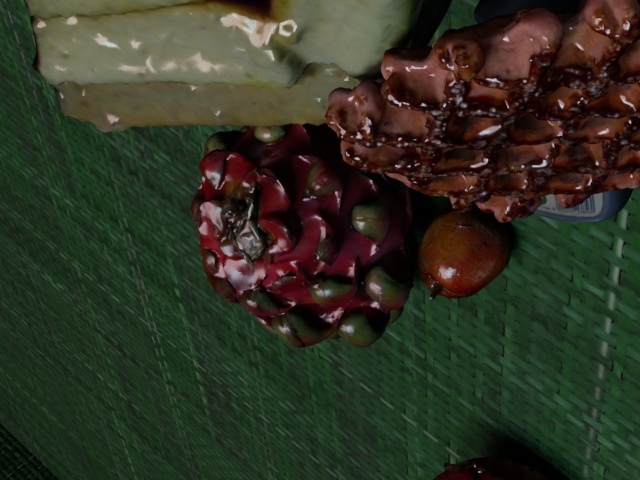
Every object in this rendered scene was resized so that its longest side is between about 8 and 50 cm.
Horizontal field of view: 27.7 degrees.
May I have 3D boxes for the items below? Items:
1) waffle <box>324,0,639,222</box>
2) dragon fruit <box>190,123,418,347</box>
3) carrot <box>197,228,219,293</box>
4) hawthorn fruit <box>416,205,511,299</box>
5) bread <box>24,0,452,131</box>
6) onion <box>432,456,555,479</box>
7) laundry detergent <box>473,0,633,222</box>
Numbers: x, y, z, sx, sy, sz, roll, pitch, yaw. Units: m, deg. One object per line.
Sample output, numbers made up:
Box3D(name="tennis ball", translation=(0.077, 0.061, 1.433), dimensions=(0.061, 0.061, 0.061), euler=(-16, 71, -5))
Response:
Box3D(name="waffle", translation=(0.134, -0.073, 0.742), dimensions=(0.234, 0.055, 0.221), euler=(-19, 153, 39))
Box3D(name="dragon fruit", translation=(-0.006, 0.003, 1.087), dimensions=(0.218, 0.198, 0.272), euler=(18, 141, 35))
Box3D(name="carrot", translation=(-0.113, 0.021, 1.450), dimensions=(0.048, 0.048, 0.139), euler=(39, 153, 22))
Box3D(name="hawthorn fruit", translation=(0.114, 0.010, 1.039), dimensions=(0.077, 0.077, 0.077), euler=(38, 151, 25))
Box3D(name="bread", translation=(-0.029, -0.204, 0.765), dimensions=(0.264, 0.239, 0.395), euler=(13, 156, 6))
Box3D(name="onion", translation=(0.169, 0.279, 1.254), dimensions=(0.184, 0.147, 0.183), euler=(4, 116, 8))
Box3D(name="laundry detergent", translation=(0.151, -0.107, 0.839), dimensions=(0.097, 0.061, 0.206), euler=(25, 144, 38))
